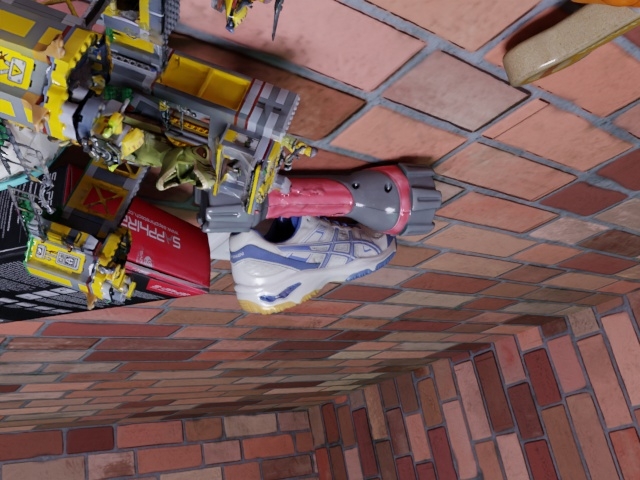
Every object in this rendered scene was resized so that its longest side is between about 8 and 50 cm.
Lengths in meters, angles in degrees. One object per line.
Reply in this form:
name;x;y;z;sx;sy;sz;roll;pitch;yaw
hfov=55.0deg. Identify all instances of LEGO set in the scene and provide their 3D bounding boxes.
LEGO set;-0.099;-0.080;0.461;0.192;0.254;0.331;19;141;-2

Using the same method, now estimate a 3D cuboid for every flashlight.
flashlight;0.000;-0.049;0.787;0.304;0.103;0.103;-3;157;-21

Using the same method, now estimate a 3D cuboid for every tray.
tray;-0.072;0.007;0.984;0.270;0.030;0.145;8;152;-39

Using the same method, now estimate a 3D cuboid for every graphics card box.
graphics card box;-0.350;0.024;0.741;0.371;0.094;0.233;-11;160;24

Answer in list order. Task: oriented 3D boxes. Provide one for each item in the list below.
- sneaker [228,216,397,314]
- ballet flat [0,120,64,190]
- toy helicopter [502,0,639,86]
sneaker;0.000;0.000;0.901;0.297;0.130;0.112;-22;-168;-40
ballet flat;-0.423;-0.081;0.490;0.409;0.146;0.147;-11;158;0
toy helicopter;0.267;-0.200;0.488;0.235;0.140;0.355;-24;-179;-26
